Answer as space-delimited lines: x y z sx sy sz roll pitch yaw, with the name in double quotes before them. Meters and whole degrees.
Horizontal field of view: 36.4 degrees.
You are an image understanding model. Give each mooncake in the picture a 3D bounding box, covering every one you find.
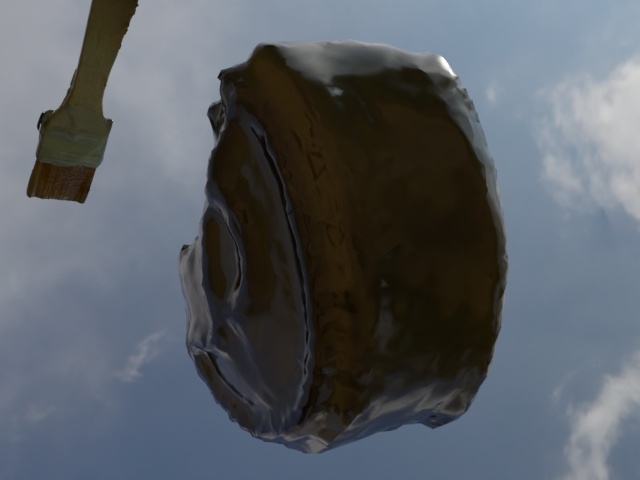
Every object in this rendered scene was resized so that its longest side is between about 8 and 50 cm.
"mooncake" 0.000 0.000 0.939 0.246 0.393 0.394 -10 -71 -23

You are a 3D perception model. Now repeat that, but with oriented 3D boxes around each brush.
"brush" -0.246 -0.171 1.041 0.337 0.085 0.020 -61 -144 36
